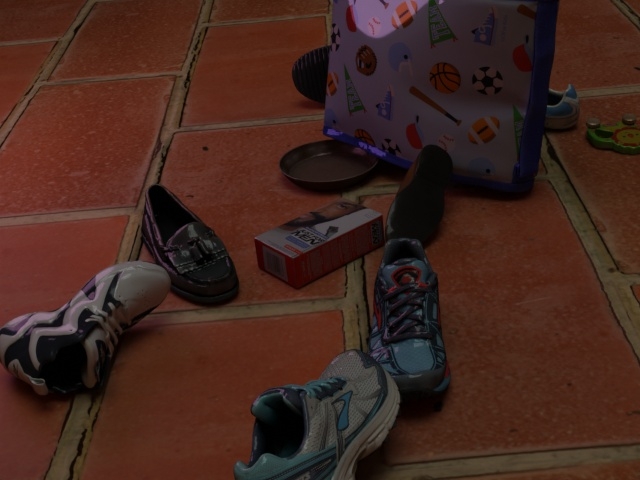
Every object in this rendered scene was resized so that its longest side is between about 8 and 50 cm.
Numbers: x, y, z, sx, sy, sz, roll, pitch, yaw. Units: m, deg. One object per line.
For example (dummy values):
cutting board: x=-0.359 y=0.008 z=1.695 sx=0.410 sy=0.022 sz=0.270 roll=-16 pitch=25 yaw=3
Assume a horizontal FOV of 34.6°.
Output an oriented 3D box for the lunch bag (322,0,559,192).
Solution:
lunch bag: x=0.210 y=-0.280 z=1.640 sx=0.239 sy=0.328 sz=0.385 roll=-18 pitch=31 yaw=-35

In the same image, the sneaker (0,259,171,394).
sneaker: x=-0.269 y=0.117 z=1.265 sx=0.235 sy=0.094 sz=0.153 roll=-21 pitch=34 yaw=-26

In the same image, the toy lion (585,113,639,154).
toy lion: x=0.502 y=-0.173 z=1.714 sx=0.100 sy=0.034 sz=0.096 roll=-6 pitch=36 yaw=1

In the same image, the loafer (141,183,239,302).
loafer: x=-0.200 y=0.000 z=1.471 sx=0.096 sy=0.084 sz=0.267 roll=-19 pitch=31 yaw=-23

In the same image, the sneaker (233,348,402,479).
sneaker: x=-0.003 y=0.180 z=1.034 sx=0.110 sy=0.122 sz=0.283 roll=-27 pitch=18 yaw=27

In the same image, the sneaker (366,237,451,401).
sneaker: x=0.095 y=0.085 z=1.220 sx=0.104 sy=0.125 sz=0.262 roll=-5 pitch=29 yaw=3

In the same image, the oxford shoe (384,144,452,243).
oxford shoe: x=0.139 y=-0.049 z=1.527 sx=0.076 sy=0.076 sz=0.212 roll=33 pitch=48 yaw=-5

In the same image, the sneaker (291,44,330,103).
sneaker: x=0.110 y=-0.335 z=2.015 sx=0.330 sy=0.122 sz=0.146 roll=-6 pitch=11 yaw=2

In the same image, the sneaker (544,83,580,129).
sneaker: x=0.343 y=-0.251 z=1.826 sx=0.237 sy=0.086 sz=0.085 roll=8 pitch=33 yaw=26

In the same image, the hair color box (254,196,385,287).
hair color box: x=0.000 y=0.000 z=1.468 sx=0.167 sy=0.053 sz=0.093 roll=-25 pitch=33 yaw=-33

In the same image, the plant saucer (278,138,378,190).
plant saucer: x=0.015 y=-0.124 z=1.715 sx=0.168 sy=0.029 sz=0.168 roll=-5 pitch=29 yaw=3
